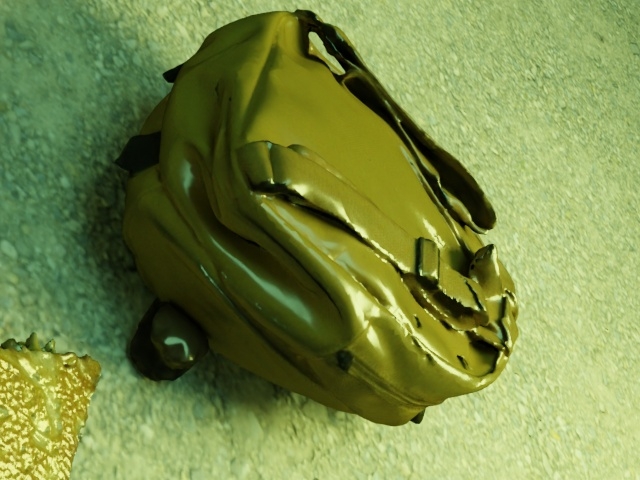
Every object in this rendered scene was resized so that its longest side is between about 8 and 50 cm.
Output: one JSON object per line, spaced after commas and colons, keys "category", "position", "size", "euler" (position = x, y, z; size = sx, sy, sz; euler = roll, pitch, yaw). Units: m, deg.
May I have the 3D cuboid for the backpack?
{"category": "backpack", "position": [0.004, -0.002, 1.118], "size": [0.378, 0.201, 0.353], "euler": [46, 33, -14]}

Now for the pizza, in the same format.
{"category": "pizza", "position": [-0.211, 0.121, 0.867], "size": [0.199, 0.062, 0.188], "euler": [-32, 103, -63]}
